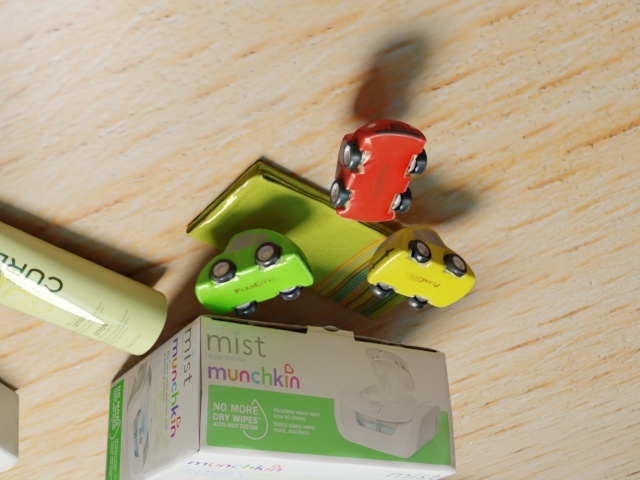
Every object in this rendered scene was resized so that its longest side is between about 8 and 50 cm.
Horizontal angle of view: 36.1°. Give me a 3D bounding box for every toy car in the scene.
[{"bbox_3d":[0.000,0.000,0.819,0.224,0.053,0.239,-19,140,9],"label":"toy car"}]

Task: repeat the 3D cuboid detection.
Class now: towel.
[{"bbox_3d":[0.002,0.009,0.886,0.237,0.021,0.102,26,125,-38],"label":"towel"}]

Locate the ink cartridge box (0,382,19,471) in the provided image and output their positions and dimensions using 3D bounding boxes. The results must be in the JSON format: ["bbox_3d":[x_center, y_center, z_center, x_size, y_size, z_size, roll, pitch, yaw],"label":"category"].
[{"bbox_3d":[-0.387,0.157,0.889,0.139,0.082,0.191,-24,140,12],"label":"ink cartridge box"}]

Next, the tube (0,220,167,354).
[{"bbox_3d":[-0.241,0.030,0.810,0.240,0.062,0.070,28,84,-34],"label":"tube"}]

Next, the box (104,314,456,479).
[{"bbox_3d":[-0.043,0.175,0.942,0.261,0.127,0.231,12,152,-29],"label":"box"}]
